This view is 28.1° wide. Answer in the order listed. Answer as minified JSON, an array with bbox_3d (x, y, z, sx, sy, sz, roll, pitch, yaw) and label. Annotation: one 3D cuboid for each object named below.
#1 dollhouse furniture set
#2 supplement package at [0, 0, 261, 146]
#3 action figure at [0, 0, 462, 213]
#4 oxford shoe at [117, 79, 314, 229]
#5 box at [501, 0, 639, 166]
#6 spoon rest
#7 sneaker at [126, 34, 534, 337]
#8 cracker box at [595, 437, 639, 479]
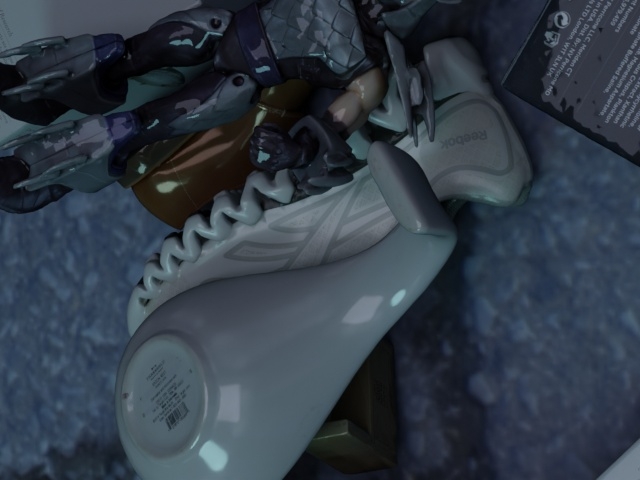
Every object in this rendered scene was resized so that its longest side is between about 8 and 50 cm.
[{"bbox_3d":[-0.013,0.159,0.805,0.129,0.129,0.183,-13,60,24],"label":"dollhouse furniture set"},{"bbox_3d":[-0.145,-0.147,0.858,0.179,0.105,0.105,-30,78,21],"label":"supplement package"},{"bbox_3d":[-0.054,-0.101,0.718,0.285,0.099,0.185,-20,72,14],"label":"action figure"},{"bbox_3d":[-0.037,-0.086,0.841,0.212,0.076,0.076,-37,106,17],"label":"oxford shoe"},{"bbox_3d":[0.201,-0.076,0.677,0.158,0.156,0.093,33,103,20],"label":"box"},{"bbox_3d":[-0.022,0.055,0.716,0.276,0.084,0.137,-42,61,32],"label":"spoon rest"},{"bbox_3d":[0.000,0.000,0.799,0.292,0.110,0.118,-36,85,20],"label":"sneaker"},{"bbox_3d":[0.243,0.153,0.696,0.232,0.067,0.155,-46,73,11],"label":"cracker box"}]
